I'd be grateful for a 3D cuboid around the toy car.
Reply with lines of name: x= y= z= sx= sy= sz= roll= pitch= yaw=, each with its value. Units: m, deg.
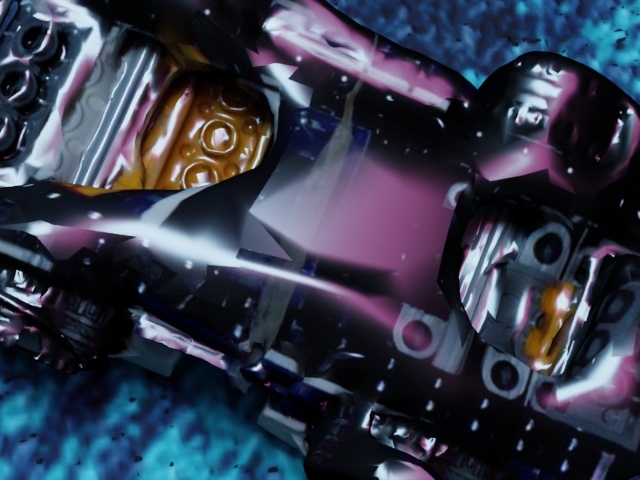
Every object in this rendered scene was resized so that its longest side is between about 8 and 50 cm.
toy car: x=0.001 y=0.001 z=0.495 sx=0.301 sy=0.118 sz=0.193 roll=27 pitch=69 yaw=-2
